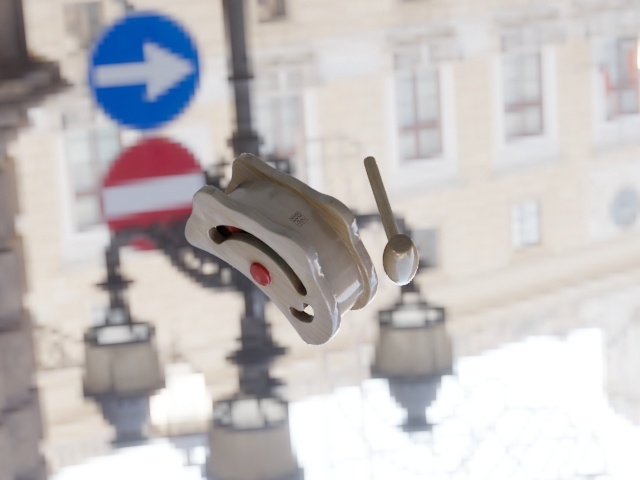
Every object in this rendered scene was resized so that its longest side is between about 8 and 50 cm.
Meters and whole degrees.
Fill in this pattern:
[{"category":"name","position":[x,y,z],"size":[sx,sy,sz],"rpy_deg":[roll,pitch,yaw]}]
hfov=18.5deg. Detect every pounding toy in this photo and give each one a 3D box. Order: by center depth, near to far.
[{"category":"pounding toy","position":[0.000,0.000,2.101],"size":[0.269,0.154,0.155],"rpy_deg":[29,-126,29]}]
